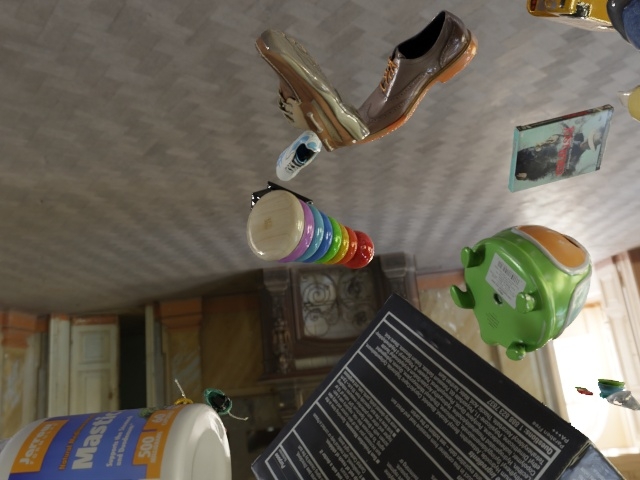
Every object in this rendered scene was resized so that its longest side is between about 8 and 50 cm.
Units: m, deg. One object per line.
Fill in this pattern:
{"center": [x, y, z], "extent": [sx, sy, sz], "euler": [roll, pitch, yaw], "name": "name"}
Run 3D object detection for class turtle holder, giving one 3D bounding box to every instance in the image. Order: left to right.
{"center": [0.436, 0.117, 1.117], "extent": [0.227, 0.320, 0.243], "euler": [-23, -158, -19], "name": "turtle holder"}

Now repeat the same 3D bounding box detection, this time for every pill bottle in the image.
{"center": [-0.248, 0.264, 0.579], "extent": [0.271, 0.152, 0.152], "euler": [-8, 165, 8], "name": "pill bottle"}

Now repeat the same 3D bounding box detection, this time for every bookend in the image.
{"center": [-0.130, -0.078, 1.350], "extent": [0.157, 0.072, 0.156], "euler": [27, -148, 32], "name": "bookend"}

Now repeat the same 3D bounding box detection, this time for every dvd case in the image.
{"center": [0.285, -0.109, 0.642], "extent": [0.119, 0.013, 0.087], "euler": [-15, 130, -7], "name": "dvd case"}

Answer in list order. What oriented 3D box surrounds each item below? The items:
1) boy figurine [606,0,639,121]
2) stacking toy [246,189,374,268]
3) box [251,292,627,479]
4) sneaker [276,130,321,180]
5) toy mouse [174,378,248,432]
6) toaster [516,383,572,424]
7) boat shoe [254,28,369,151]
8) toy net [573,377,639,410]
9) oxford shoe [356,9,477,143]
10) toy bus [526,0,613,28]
{"center": [0.339, -0.142, 0.421], "extent": [0.177, 0.285, 0.092], "euler": [-34, 129, 29], "name": "boy figurine"}
{"center": [0.000, 0.000, 1.158], "extent": [0.141, 0.141, 0.330], "euler": [-17, 159, 34], "name": "stacking toy"}
{"center": [0.121, 0.274, 0.628], "extent": [0.183, 0.294, 0.296], "euler": [43, 177, -38], "name": "box"}
{"center": [-0.078, -0.255, 1.685], "extent": [0.085, 0.086, 0.237], "euler": [32, 140, -14], "name": "sneaker"}
{"center": [-0.211, 0.345, 1.028], "extent": [0.143, 0.161, 0.031], "euler": [2, 140, -11], "name": "toy mouse"}
{"center": [0.420, 0.414, 1.107], "extent": [0.110, 0.186, 0.168], "euler": [-27, -146, -20], "name": "toaster"}
{"center": [-0.025, -0.268, 1.039], "extent": [0.116, 0.123, 0.324], "euler": [-34, 140, 17], "name": "boat shoe"}
{"center": [0.710, 0.371, 1.317], "extent": [0.122, 0.045, 0.232], "euler": [7, 175, 12], "name": "toy net"}
{"center": [0.180, -0.377, 1.244], "extent": [0.363, 0.130, 0.132], "euler": [-42, 136, 20], "name": "oxford shoe"}
{"center": [0.507, -0.471, 1.026], "extent": [0.332, 0.108, 0.130], "euler": [-11, -153, -40], "name": "toy bus"}
